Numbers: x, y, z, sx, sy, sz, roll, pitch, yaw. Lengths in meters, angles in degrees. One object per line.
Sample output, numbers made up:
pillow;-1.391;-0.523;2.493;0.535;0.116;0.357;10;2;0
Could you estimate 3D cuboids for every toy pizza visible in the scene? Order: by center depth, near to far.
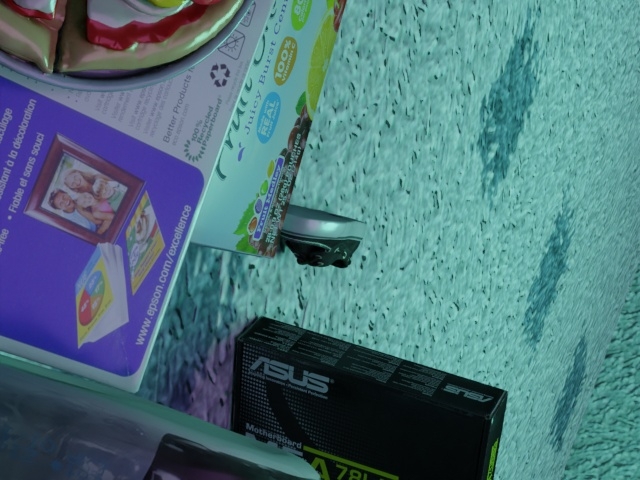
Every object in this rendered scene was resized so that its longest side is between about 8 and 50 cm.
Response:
toy pizza;-0.087;-0.159;0.541;0.201;0.032;0.201;0;90;-41

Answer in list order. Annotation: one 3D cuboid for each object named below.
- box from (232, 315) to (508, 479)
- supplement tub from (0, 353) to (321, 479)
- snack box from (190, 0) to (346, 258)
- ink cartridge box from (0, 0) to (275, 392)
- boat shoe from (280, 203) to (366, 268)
box;0.028;0.163;0.984;0.045;0.191;0.184;-46;147;-53
supplement tub;-0.141;0.224;0.576;0.338;0.207;0.207;-70;159;-7
snack box;-0.057;-0.102;0.738;0.174;0.070;0.207;17;88;-68
ink cartridge box;-0.131;-0.065;0.564;0.208;0.045;0.206;26;79;-39
boat shoe;0.000;0.000;0.994;0.142;0.049;0.040;6;100;-71
